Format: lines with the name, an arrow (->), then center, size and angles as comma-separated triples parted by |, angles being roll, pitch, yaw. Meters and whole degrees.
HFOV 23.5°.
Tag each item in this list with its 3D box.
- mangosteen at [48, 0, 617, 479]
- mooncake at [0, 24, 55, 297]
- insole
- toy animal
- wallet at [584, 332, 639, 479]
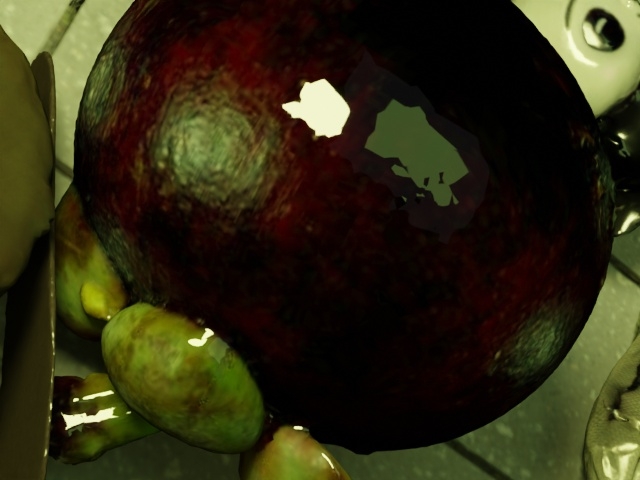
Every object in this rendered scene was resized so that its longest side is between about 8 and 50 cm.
mangosteen -> 0.006, -0.012, 0.856 | 0.330, 0.330, 0.330 | 15, 64, -32
mooncake -> -0.254, -0.042, 0.789 | 0.228, 0.124, 0.228 | 15, 59, -27
insole -> -0.159, 0.040, 0.835 | 0.007, 0.111, 0.327 | 10, 62, -24
toy animal -> 0.208, -0.116, 1.147 | 0.179, 0.138, 0.166 | 54, 34, -12
wallet -> 0.305, 0.189, 1.148 | 0.335, 0.068, 0.275 | -39, 100, -46
